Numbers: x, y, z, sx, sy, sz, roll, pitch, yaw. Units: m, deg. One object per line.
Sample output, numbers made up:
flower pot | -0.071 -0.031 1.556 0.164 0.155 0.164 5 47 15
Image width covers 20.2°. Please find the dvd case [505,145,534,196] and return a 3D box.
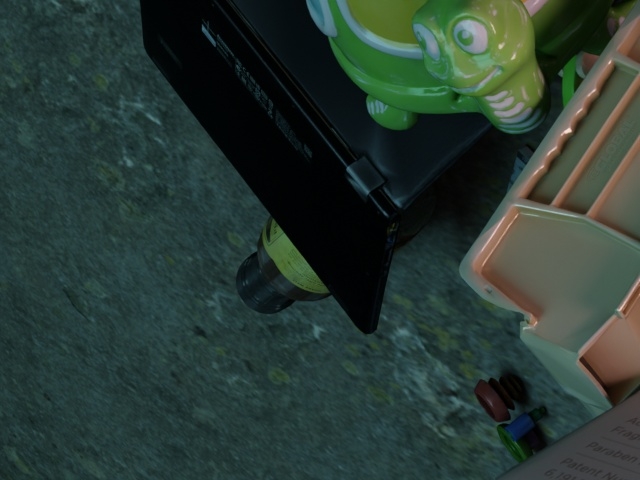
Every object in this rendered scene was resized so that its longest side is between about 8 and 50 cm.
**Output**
dvd case | 0.196 -0.016 1.599 0.087 0.013 0.119 47 147 27

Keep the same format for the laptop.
laptop | 0.034 -0.193 1.575 0.382 0.236 0.408 53 162 19

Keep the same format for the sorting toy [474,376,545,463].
sorting toy | 0.192 0.172 1.750 0.102 0.042 0.061 58 170 -17

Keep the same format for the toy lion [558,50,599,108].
toy lion | 0.228 -0.102 1.386 0.034 0.100 0.096 8 102 55

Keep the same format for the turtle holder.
turtle holder | 0.078 -0.208 1.256 0.243 0.320 0.227 0 142 31

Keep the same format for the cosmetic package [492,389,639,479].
cosmetic package | 0.365 0.229 1.023 0.327 0.393 0.329 14 126 56

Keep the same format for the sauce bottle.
sauce bottle | 0.000 0.000 1.836 0.111 0.111 0.344 60 150 5

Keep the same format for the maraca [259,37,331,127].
maraca | 0.002 -0.177 1.699 0.185 0.099 0.127 -38 75 46

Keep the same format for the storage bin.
storage bin | 0.248 0.016 1.187 0.123 0.260 0.262 24 163 43
